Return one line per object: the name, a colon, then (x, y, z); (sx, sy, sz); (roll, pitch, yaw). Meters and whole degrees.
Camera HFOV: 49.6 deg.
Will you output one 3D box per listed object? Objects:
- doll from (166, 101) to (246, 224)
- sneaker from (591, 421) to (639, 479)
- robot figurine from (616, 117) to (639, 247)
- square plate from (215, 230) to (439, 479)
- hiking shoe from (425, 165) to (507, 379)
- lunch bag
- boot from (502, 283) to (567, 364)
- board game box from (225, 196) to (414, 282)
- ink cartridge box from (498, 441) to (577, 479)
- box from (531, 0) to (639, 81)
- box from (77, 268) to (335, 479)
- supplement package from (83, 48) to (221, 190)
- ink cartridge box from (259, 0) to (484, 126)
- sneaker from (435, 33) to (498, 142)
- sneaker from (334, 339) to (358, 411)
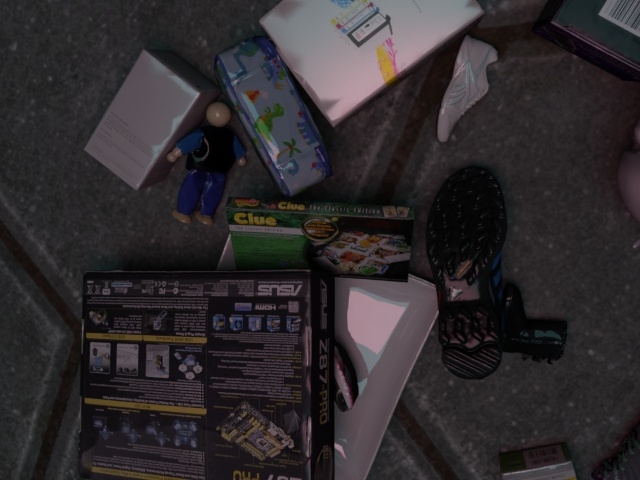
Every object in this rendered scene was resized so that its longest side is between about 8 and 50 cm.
doll: (-0.174, -0.118, 1.048); (0.129, 0.046, 0.189); (5, 114, -36)
sneaker: (0.468, 0.340, 1.046); (0.098, 0.083, 0.224); (8, 105, 13)
robot figurine: (0.511, -0.134, 0.861); (0.299, 0.200, 0.354); (17, 108, -30)
square plate: (-0.028, 0.165, 1.086); (0.343, 0.049, 0.348); (23, 96, 4)
hiking shoe: (0.211, 0.047, 1.008); (0.113, 0.132, 0.304); (2, 81, 15)
lunch bag: (-0.069, -0.169, 0.973); (0.090, 0.176, 0.219); (-29, 95, -7)
boot: (0.318, 0.126, 1.039); (0.099, 0.045, 0.121); (7, 110, 10)
board game box: (0.000, 0.000, 0.992); (0.259, 0.030, 0.136); (4, 140, 5)
ink cartridge box: (0.361, 0.434, 1.096); (0.108, 0.062, 0.209); (-15, 101, 13)
box: (0.362, -0.275, 0.850); (0.153, 0.207, 0.108); (29, 107, 3)
box: (-0.173, 0.200, 1.012); (0.394, 0.097, 0.319); (-2, 84, 23)
supplement package: (-0.248, -0.181, 1.036); (0.105, 0.105, 0.179); (38, 107, 1)
ink cartridge box: (0.071, -0.289, 0.918); (0.232, 0.171, 0.168); (-35, 95, 16)
sneaker: (0.204, -0.207, 0.976); (0.061, 0.054, 0.152); (19, 105, 2)
sneaker: (-0.007, 0.174, 1.032); (0.077, 0.072, 0.178); (-28, 80, 15)
